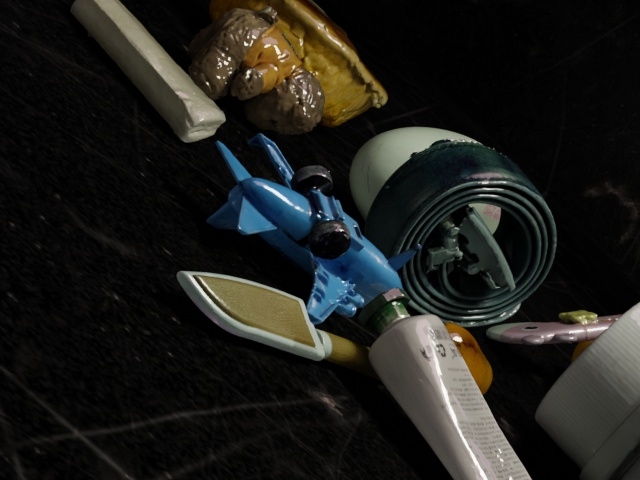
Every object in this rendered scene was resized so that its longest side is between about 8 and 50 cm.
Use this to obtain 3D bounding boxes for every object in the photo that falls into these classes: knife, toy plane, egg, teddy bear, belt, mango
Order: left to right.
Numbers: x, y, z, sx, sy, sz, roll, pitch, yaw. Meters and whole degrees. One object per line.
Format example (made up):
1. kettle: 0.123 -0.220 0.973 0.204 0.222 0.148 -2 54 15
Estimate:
1. teddy bear: -0.075 -0.217 1.862 0.190 0.140 0.177 47 8 -15
2. knife: -0.021 0.078 1.240 0.343 0.027 0.061 25 40 -56
3. toy plane: 0.000 0.000 1.419 0.271 0.105 0.254 26 33 -37
4. egg: 0.151 -0.056 1.857 0.264 0.183 0.183 24 20 -33
5. mango: 0.134 0.130 1.421 0.127 0.077 0.063 36 15 -51
6. belt: 0.178 0.002 1.686 0.267 0.206 0.116 39 14 -42
7. knife: 0.414 0.107 1.886 0.399 0.038 0.132 -3 7 -20

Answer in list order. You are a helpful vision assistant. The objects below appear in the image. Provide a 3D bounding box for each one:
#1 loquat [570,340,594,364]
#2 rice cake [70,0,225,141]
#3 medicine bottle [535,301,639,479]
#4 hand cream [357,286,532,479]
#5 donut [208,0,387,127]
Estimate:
1. loquat: 0.419 0.182 1.975 0.141 0.141 0.141 39 13 -11
2. rice cake: -0.199 -0.203 1.598 0.057 0.052 0.256 -19 55 -36
3. medicine bottle: 0.406 0.229 1.505 0.306 0.245 0.245 47 14 20
4. hand cream: 0.138 0.189 1.249 0.121 0.076 0.336 10 43 -58
5. donut: -0.044 -0.293 2.183 0.330 0.160 0.330 49 4 -5
